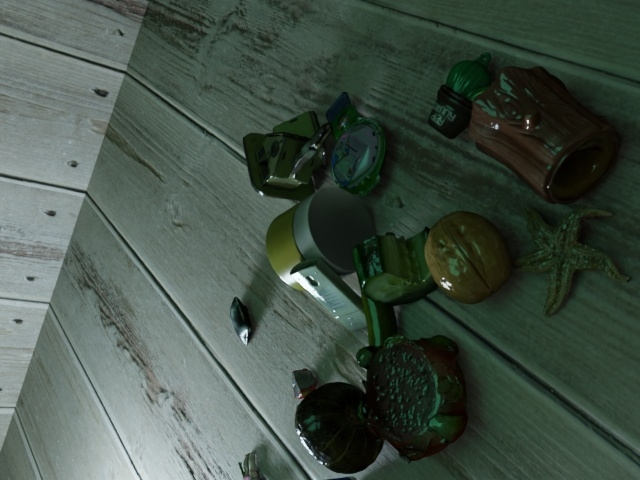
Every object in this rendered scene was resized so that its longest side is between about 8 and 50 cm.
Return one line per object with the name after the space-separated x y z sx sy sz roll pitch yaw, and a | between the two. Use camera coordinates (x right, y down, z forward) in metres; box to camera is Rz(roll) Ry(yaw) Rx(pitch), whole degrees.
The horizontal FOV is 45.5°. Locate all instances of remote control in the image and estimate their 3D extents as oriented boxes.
0.033 0.130 1.818 0.098 0.233 0.038 -23 33 41 | remote control

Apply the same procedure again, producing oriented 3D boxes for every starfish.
0.457 0.029 1.454 0.277 0.062 0.235 43 120 43 | starfish

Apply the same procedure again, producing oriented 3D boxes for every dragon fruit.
-0.041 0.378 1.977 0.083 0.056 0.060 -125 34 -51 | dragon fruit
0.194 0.326 1.618 0.268 0.130 0.295 -56 48 18 | dragon fruit

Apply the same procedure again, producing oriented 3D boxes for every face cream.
0.000 0.000 1.889 0.179 0.218 0.218 -28 60 46 | face cream

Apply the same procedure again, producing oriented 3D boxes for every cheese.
0.081 -0.249 1.961 0.204 0.083 0.320 -47 48 34 | cheese

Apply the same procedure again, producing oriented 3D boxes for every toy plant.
0.322 -0.317 1.666 0.200 0.105 0.143 -55 51 10 | toy plant

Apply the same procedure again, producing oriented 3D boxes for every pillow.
-0.237 0.239 2.257 0.091 0.055 0.135 -52 43 32 | pillow

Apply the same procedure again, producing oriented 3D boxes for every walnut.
0.299 0.030 1.557 0.165 0.165 0.197 -46 51 35 | walnut

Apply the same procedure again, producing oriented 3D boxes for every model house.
-0.051 -0.269 2.018 0.278 0.205 0.218 -47 48 42 | model house

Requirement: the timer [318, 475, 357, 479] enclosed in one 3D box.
-0.017 0.661 1.772 0.078 0.178 0.253 51 121 39 | timer

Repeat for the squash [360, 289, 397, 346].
0.139 0.213 1.772 0.080 0.071 0.318 -10 78 31 | squash

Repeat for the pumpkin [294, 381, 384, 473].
0.041 0.432 1.740 0.162 0.219 0.219 -50 46 26 | pumpkin

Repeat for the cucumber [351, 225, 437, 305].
0.164 0.056 1.707 0.191 0.191 0.130 -41 51 38 | cucumber

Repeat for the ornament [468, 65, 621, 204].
0.429 -0.194 1.434 0.217 0.221 0.235 53 162 39 | ornament

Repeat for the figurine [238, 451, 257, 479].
-0.206 0.676 2.096 0.083 0.083 0.187 -28 50 45 | figurine
